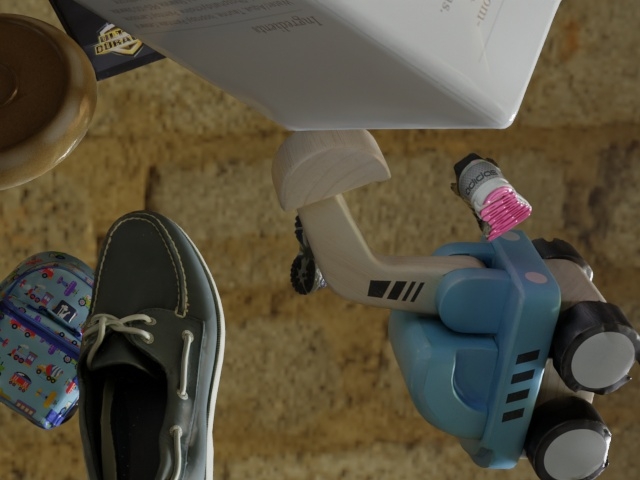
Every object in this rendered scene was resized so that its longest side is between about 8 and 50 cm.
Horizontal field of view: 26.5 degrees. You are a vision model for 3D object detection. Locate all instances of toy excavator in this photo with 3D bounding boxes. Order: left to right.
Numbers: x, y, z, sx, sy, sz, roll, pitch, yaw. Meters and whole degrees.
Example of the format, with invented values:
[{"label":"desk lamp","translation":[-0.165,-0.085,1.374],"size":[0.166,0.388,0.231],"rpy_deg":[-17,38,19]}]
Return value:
[{"label":"toy excavator","translation":[0.147,0.079,1.646],"size":[0.445,0.433,0.222],"rpy_deg":[2,-152,-13]}]

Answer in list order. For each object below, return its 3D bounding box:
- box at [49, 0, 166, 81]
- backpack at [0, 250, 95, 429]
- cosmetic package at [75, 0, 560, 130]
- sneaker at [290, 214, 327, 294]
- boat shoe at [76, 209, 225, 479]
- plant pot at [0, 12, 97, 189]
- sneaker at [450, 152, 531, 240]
[{"label":"box","translation":[-0.236,-0.385,1.873],"size":[0.295,0.293,0.073],"rpy_deg":[-17,-132,4]},{"label":"backpack","translation":[-0.299,0.102,1.495],"size":[0.158,0.173,0.117],"rpy_deg":[41,170,-10]},{"label":"cosmetic package","translation":[-0.024,-0.315,1.085],"size":[0.394,0.329,0.327],"rpy_deg":[30,167,-31]},{"label":"sneaker","translation":[0.000,0.000,1.702],"size":[0.052,0.135,0.058],"rpy_deg":[23,-164,35]},{"label":"boat shoe","translation":[-0.148,0.102,1.138],"size":[0.116,0.099,0.319],"rpy_deg":[-11,-119,11]},{"label":"plant pot","translation":[-0.358,-0.157,1.451],"size":[0.236,0.032,0.236],"rpy_deg":[-1,-121,2]},{"label":"sneaker","translation":[0.186,-0.053,1.520],"size":[0.075,0.063,0.170],"rpy_deg":[57,-174,20]}]
